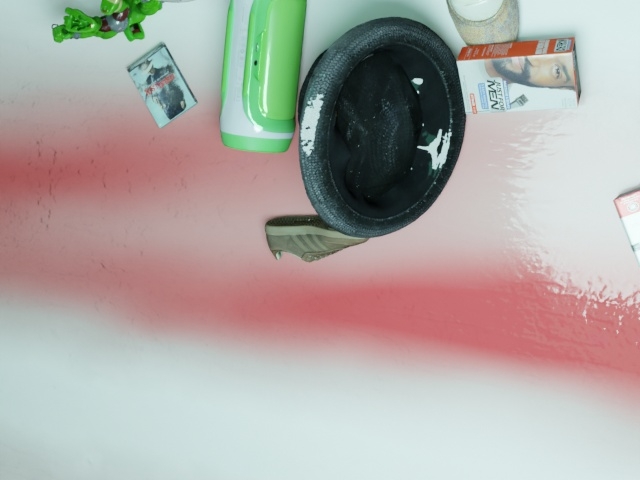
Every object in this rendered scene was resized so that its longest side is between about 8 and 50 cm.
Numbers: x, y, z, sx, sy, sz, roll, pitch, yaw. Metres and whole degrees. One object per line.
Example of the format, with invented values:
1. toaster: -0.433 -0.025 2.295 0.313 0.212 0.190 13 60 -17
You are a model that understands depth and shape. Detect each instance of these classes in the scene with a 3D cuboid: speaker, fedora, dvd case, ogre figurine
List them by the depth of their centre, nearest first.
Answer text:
1. fedora: 0.066 -0.178 1.546 0.152 0.334 0.334 33 114 51
2. speaker: -0.090 -0.294 1.623 0.131 0.131 0.296 11 103 20
3. ogre figurine: -0.346 -0.380 1.717 0.197 0.118 0.097 -43 78 21
4. dvd case: -0.273 -0.266 1.763 0.087 0.013 0.119 -30 86 23

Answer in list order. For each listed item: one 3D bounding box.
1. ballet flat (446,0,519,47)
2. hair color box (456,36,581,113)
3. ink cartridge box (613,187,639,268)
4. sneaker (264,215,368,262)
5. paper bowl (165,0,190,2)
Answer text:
1. ballet flat: 0.214 -0.416 1.491 0.108 0.106 0.316 -13 94 23
2. hair color box: 0.292 -0.240 1.501 0.167 0.053 0.093 -2 126 21
3. ink cartridge box: 0.495 -0.016 1.473 0.099 0.056 0.135 -21 90 24
4. sneaker: 0.000 0.000 1.681 0.188 0.066 0.071 4 117 27
5. paper bowl: -0.222 -0.507 1.557 0.284 0.148 0.284 3 96 26
